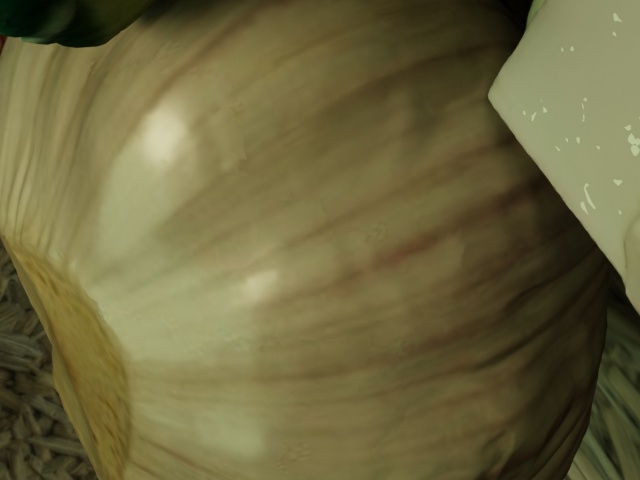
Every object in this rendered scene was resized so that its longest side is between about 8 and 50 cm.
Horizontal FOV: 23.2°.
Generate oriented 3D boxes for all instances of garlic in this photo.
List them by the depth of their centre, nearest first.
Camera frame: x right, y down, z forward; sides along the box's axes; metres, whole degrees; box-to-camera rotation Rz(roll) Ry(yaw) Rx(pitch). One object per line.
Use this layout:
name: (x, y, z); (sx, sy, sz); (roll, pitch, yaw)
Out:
garlic: (0.000, 0.000, 0.673); (0.317, 0.259, 0.317); (60, 168, 21)

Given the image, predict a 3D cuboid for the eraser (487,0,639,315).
eraser: (0.198, 0.067, 0.341); (0.397, 0.082, 0.213); (56, 145, 19)

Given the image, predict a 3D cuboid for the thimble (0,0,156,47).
thimble: (-0.110, -0.195, 0.478); (0.254, 0.167, 0.288); (46, -170, 1)

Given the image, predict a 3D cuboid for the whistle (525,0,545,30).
whistle: (0.143, -0.023, 0.507); (0.236, 0.077, 0.114); (50, 171, 32)

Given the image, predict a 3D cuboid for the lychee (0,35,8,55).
lychee: (-0.096, -0.086, 0.913); (0.236, 0.236, 0.271); (57, 171, 15)
